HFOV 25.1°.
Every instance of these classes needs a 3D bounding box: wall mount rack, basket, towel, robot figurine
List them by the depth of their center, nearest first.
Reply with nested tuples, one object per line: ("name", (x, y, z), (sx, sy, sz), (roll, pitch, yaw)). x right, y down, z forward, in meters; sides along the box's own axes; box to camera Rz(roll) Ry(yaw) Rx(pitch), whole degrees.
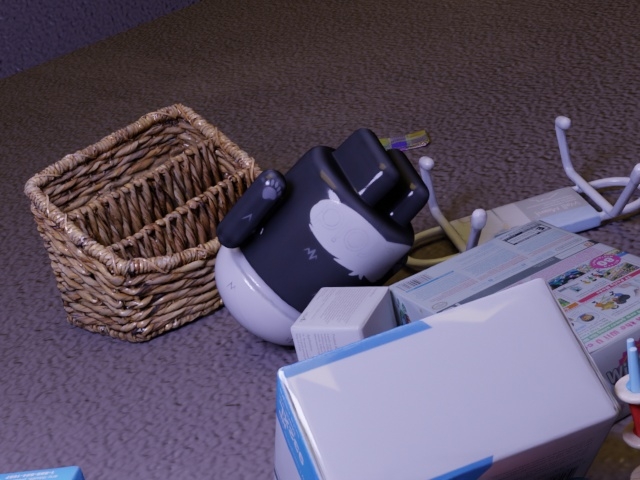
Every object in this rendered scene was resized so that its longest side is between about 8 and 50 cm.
("robot figurine", (-0.002, -0.002, 1.719), (0.278, 0.209, 0.173), (-46, 4, 16))
("wall mount rack", (0.266, -0.054, 1.830), (0.350, 0.130, 0.304), (-17, 22, -5))
("basket", (-0.206, -0.029, 1.924), (0.213, 0.223, 0.299), (11, 32, 45))
("towel", (0.133, -0.158, 2.299), (0.083, 0.009, 0.060), (-11, 24, 6))

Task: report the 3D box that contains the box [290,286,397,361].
("box", (0.032, 0.116, 1.611), (0.087, 0.101, 0.102), (-1, 26, 25))

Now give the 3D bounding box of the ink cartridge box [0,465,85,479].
("ink cartridge box", (-0.293, 0.344, 1.149), (0.198, 0.197, 0.270), (-8, 24, 13))

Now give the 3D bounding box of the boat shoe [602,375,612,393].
("boat shoe", (0.148, 0.138, 1.392), (0.306, 0.113, 0.105), (-19, 56, 47))

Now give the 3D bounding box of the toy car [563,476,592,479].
("toy car", (0.175, 0.314, 0.988), (0.219, 0.210, 0.238), (-17, 33, -38))

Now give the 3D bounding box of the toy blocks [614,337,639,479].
("toy blocks", (0.323, 0.162, 1.286), (0.123, 0.148, 0.054), (10, 33, 44))

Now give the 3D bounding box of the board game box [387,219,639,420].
("board game box", (0.249, 0.089, 1.564), (0.224, 0.097, 0.303), (-24, 24, -21))

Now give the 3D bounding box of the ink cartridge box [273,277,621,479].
("ink cartridge box", (0.085, 0.184, 1.153), (0.223, 0.307, 0.129), (-19, 62, -13))
